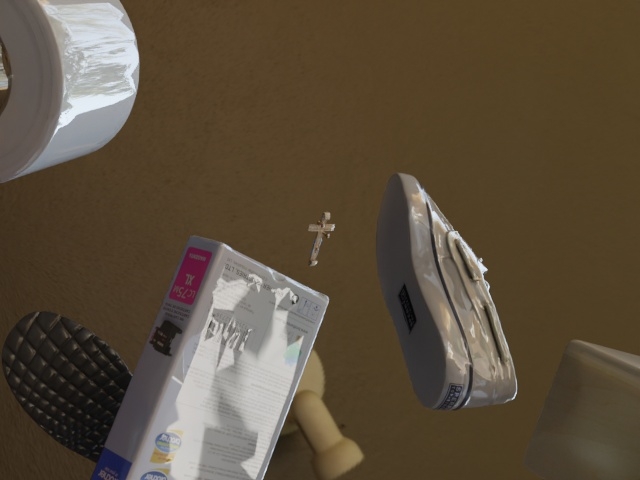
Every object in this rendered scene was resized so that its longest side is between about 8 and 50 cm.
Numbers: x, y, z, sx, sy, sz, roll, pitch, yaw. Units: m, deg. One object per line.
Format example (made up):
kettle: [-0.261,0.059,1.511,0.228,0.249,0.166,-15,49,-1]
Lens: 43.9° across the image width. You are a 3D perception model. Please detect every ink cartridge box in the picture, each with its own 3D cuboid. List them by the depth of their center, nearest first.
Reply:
ink cartridge box: [-0.114,0.172,0.814,0.185,0.065,0.311,32,-107,-47]

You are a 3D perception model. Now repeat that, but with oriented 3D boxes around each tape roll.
tape roll: [-0.346,-0.194,0.874,0.246,0.169,0.246,4,-73,13]

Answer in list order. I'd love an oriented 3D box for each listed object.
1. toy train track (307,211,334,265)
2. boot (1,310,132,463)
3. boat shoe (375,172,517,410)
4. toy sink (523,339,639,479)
toy train track: [0.000,0.000,1.127,0.048,0.014,0.083,-3,-62,-41]
boot: [-0.263,0.238,0.996,0.338,0.222,0.118,46,-115,-5]
boat shoe: [0.118,0.040,0.760,0.088,0.268,0.096,6,-49,-17]
toy sink: [0.321,0.188,0.691,0.234,0.152,0.131,16,-84,-36]
